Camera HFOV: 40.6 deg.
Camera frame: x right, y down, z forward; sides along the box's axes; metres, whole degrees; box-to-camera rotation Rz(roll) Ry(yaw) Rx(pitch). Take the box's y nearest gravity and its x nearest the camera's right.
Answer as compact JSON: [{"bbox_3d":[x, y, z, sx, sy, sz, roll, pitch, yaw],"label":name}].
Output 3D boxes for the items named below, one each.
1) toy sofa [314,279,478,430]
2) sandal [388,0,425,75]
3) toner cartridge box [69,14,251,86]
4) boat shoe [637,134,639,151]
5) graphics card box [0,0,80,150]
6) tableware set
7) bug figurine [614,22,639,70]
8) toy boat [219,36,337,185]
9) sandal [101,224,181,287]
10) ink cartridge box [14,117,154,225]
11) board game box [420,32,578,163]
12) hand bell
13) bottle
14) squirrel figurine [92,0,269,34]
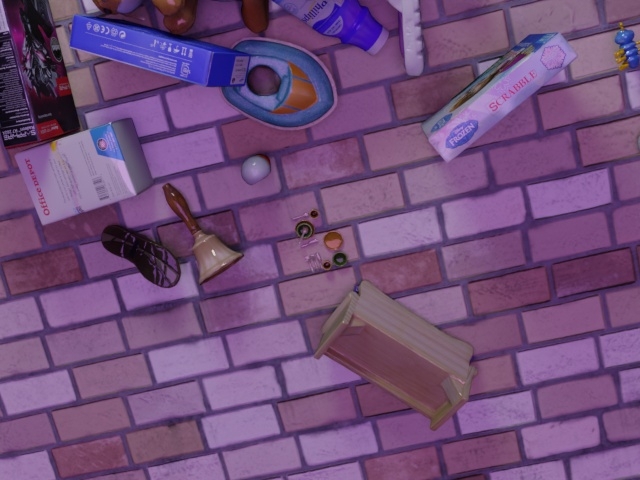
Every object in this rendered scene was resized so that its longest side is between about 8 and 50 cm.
[{"bbox_3d":[0.182,0.271,2.051,0.363,0.177,0.150,32,128,-5],"label":"toy sofa"},{"bbox_3d":[0.153,-0.551,1.827,0.102,0.169,0.416,-7,104,10],"label":"sandal"},{"bbox_3d":[-0.339,-0.401,1.830,0.348,0.165,0.075,19,106,20],"label":"toner cartridge box"},{"bbox_3d":[0.869,-0.258,1.885,0.335,0.119,0.121,-20,102,7],"label":"boat shoe"},{"bbox_3d":[-0.642,-0.397,1.868,0.094,0.233,0.370,-10,102,9],"label":"graphics card box"},{"bbox_3d":[0.000,0.000,2.040,0.104,0.024,0.154,-19,102,7],"label":"tableware set"},{"bbox_3d":[0.772,-0.408,1.878,0.279,0.072,0.216,-21,108,3],"label":"bug figurine"},{"bbox_3d":[-0.107,-0.280,1.913,0.268,0.148,0.318,15,104,-1],"label":"toy boat"},{"bbox_3d":[-0.421,0.034,2.056,0.219,0.060,0.090,27,98,11],"label":"sandal"},{"bbox_3d":[-0.528,-0.160,1.952,0.233,0.168,0.171,-16,102,6],"label":"ink cartridge box"},{"bbox_3d":[0.356,-0.304,1.799,0.318,0.318,0.066,-40,97,10],"label":"board game box"},{"bbox_3d":[-0.298,-0.029,2.022,0.126,0.126,0.242,-35,87,10],"label":"hand bell"},{"bbox_3d":[0.018,-0.502,1.860,0.283,0.092,0.118,31,146,-20],"label":"bottle"},{"bbox_3d":[-0.321,-0.636,1.813,0.371,0.281,0.396,0,90,13],"label":"squirrel figurine"}]
